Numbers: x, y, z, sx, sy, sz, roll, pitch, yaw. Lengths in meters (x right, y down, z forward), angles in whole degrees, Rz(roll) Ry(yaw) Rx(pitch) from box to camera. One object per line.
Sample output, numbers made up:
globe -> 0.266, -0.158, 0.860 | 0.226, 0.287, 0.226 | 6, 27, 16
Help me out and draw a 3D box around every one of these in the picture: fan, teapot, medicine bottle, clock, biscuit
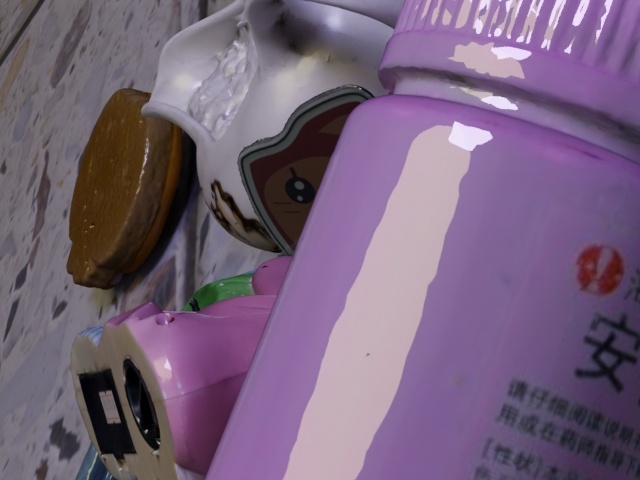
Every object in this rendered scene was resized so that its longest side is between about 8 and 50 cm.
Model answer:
fan -> 0.000, 0.000, 1.002 | 0.220, 0.132, 0.009 | -39, 10, 46
teapot -> -0.008, -0.104, 1.055 | 0.208, 0.166, 0.300 | -63, 4, -17
medicine bottle -> 0.073, 0.031, 0.748 | 0.178, 0.178, 0.291 | 7, 74, 66
clock -> -0.013, 0.053, 0.913 | 0.194, 0.195, 0.100 | -13, 95, 71
biscuit -> -0.148, -0.036, 1.441 | 0.170, 0.050, 0.170 | -45, 37, 50

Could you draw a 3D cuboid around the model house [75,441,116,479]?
model house -> -0.059, 0.168, 0.995 | 0.148, 0.119, 0.148 | 3, 71, 57
